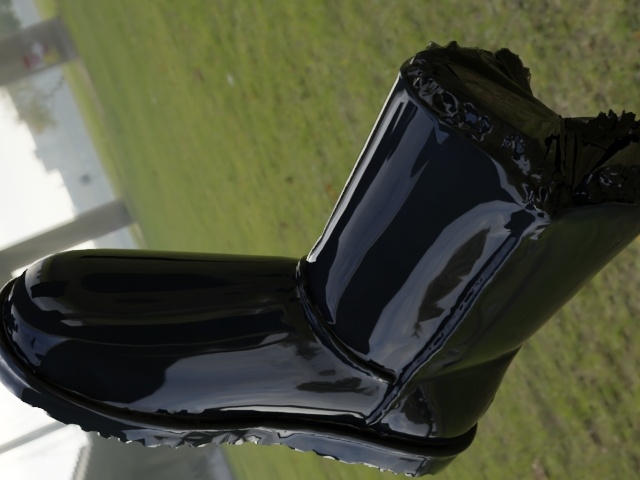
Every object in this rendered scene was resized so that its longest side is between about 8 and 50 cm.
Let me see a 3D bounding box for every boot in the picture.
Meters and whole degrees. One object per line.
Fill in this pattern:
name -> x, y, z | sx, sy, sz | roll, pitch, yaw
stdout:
boot -> 0.000, 0.000, 0.511 | 0.094, 0.246, 0.207 | -95, 25, -48
